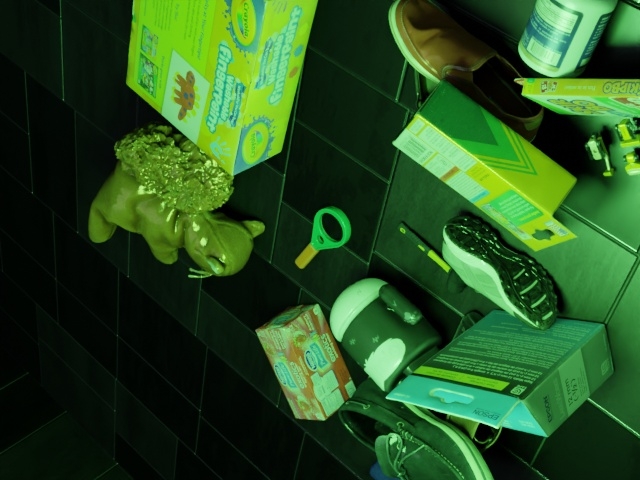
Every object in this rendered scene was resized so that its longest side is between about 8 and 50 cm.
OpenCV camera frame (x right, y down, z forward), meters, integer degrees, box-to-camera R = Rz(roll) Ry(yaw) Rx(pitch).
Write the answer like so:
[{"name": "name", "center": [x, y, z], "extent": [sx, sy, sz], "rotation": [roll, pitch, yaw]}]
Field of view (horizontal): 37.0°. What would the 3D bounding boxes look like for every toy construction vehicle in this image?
[{"name": "toy construction vehicle", "center": [0.476, -0.149, 1.533], "extent": [0.086, 0.035, 0.098], "rotation": [-10, 123, 41]}]

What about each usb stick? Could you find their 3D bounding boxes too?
[{"name": "usb stick", "center": [0.293, 0.258, 2.008], "extent": [0.077, 0.045, 0.278], "rotation": [45, 141, 28]}]

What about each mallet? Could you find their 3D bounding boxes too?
[{"name": "mallet", "center": [0.229, 0.023, 1.927], "extent": [0.190, 0.039, 0.062], "rotation": [48, 143, 18]}]

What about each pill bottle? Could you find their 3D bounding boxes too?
[{"name": "pill bottle", "center": [0.380, -0.349, 1.439], "extent": [0.112, 0.112, 0.187], "rotation": [40, 138, 22]}]

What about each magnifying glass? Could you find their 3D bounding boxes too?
[{"name": "magnifying glass", "center": [0.000, 0.000, 2.172], "extent": [0.092, 0.026, 0.231], "rotation": [51, 140, 8]}]

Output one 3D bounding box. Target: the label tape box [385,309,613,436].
[{"name": "label tape box", "center": [0.326, 0.257, 1.722], "extent": [0.249, 0.347, 0.115], "rotation": [5, 119, 46]}]

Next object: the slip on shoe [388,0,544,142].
[{"name": "slip on shoe", "center": [0.250, -0.297, 1.604], "extent": [0.331, 0.123, 0.101], "rotation": [47, 155, 5]}]

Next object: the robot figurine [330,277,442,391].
[{"name": "robot figurine", "center": [0.147, 0.205, 2.027], "extent": [0.278, 0.173, 0.209], "rotation": [46, 105, 23]}]

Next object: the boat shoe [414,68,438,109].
[{"name": "boat shoe", "center": [0.207, -0.248, 1.729], "extent": [0.080, 0.073, 0.224], "rotation": [13, 124, 42]}]

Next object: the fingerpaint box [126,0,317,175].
[{"name": "fingerpaint box", "center": [-0.217, -0.425, 2.000], "extent": [0.371, 0.163, 0.445], "rotation": [40, 139, 23]}]

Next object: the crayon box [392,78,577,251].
[{"name": "crayon box", "center": [0.289, -0.120, 1.610], "extent": [0.323, 0.083, 0.203], "rotation": [38, 170, -1]}]

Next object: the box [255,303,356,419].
[{"name": "box", "center": [-0.033, 0.295, 2.324], "extent": [0.122, 0.128, 0.257], "rotation": [-10, 108, 50]}]

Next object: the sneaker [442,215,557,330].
[{"name": "sneaker", "center": [0.336, 0.069, 1.802], "extent": [0.271, 0.100, 0.108], "rotation": [46, 152, 24]}]

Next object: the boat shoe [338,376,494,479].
[{"name": "boat shoe", "center": [0.204, 0.454, 2.041], "extent": [0.500, 0.156, 0.187], "rotation": [35, 147, 52]}]

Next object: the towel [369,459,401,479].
[{"name": "towel", "center": [0.272, 0.598, 2.250], "extent": [0.308, 0.076, 0.228], "rotation": [47, 134, 15]}]

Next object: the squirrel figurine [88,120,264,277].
[{"name": "squirrel figurine", "center": [-0.320, -0.084, 2.273], "extent": [0.370, 0.281, 0.397], "rotation": [37, 141, 15]}]

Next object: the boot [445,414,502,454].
[{"name": "boot", "center": [0.322, 0.396, 1.998], "extent": [0.112, 0.115, 0.305], "rotation": [20, 137, 3]}]

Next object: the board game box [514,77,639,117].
[{"name": "board game box", "center": [0.433, -0.219, 1.467], "extent": [0.259, 0.124, 0.039], "rotation": [14, 90, 44]}]
